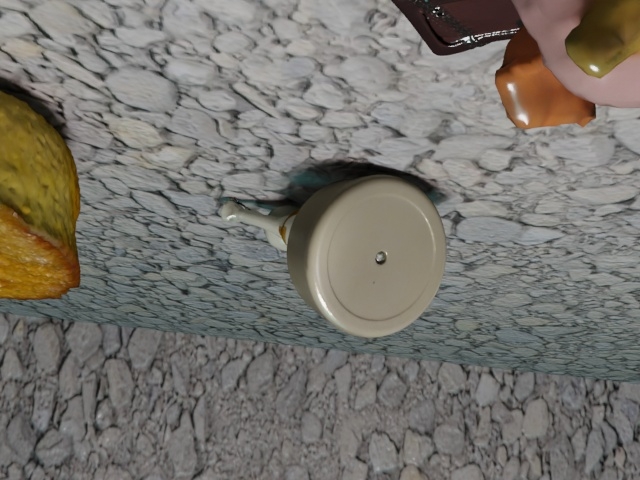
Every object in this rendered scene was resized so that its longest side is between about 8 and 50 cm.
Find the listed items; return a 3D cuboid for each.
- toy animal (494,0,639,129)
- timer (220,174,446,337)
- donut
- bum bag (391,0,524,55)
[{"bbox_3d":[0.204,-0.160,0.614,0.281,0.195,0.169,-7,121,57],"label":"toy animal"},{"bbox_3d":[0.000,0.000,1.445,0.175,0.175,0.266,15,-179,-31],"label":"timer"},{"bbox_3d":[-0.419,-0.072,1.255,0.435,0.164,0.377,19,160,-37],"label":"donut"},{"bbox_3d":[0.137,-0.168,0.888,0.159,0.026,0.109,-5,164,20],"label":"bum bag"}]
